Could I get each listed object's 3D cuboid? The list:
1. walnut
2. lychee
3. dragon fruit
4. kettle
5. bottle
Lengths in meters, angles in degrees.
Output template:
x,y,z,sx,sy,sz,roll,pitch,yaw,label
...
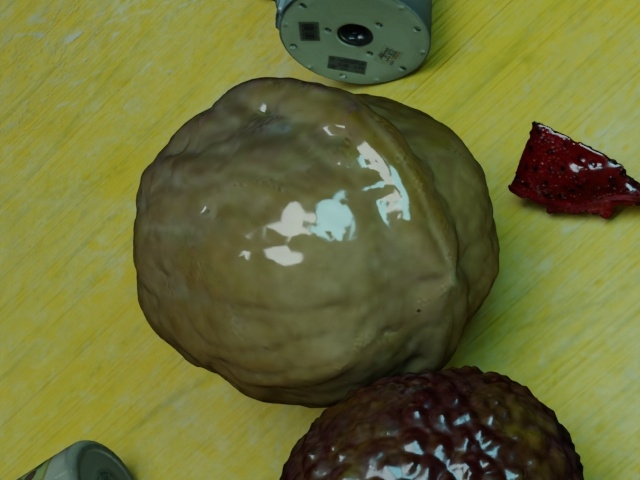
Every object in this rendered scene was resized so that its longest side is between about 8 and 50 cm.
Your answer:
x,y,z,sx,sy,sz,roll,pitch,yaw,label
0.000,0.004,1.120,0.344,0.306,0.306,15,76,54,walnut
0.089,0.223,0.983,0.260,0.260,0.261,-15,60,28,lychee
0.234,-0.049,1.140,0.131,0.097,0.063,31,90,21,dragon fruit
0.022,-0.316,1.346,0.210,0.160,0.243,7,61,-1,kettle
-0.315,0.315,1.304,0.253,0.120,0.120,-31,53,18,bottle
